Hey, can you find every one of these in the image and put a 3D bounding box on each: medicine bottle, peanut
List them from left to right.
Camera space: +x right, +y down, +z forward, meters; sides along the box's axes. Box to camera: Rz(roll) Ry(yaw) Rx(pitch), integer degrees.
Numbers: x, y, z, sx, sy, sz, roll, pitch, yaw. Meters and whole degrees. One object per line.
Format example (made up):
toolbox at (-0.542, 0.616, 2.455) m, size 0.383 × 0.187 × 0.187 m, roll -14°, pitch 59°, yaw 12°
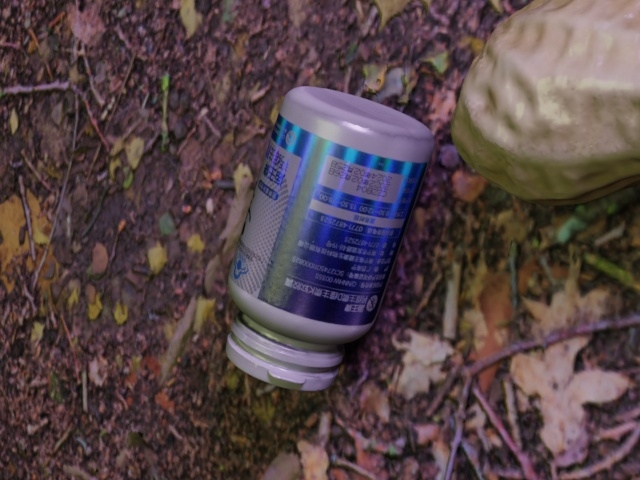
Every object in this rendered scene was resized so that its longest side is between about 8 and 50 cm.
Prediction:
medicine bottle at (0.000, 0.000, 0.918) m, size 0.107 × 0.107 × 0.191 m, roll 31°, pitch 109°, yaw 42°
peanut at (0.201, -0.085, 0.716) m, size 0.298 × 0.120 × 0.136 m, roll 3°, pitch 94°, yaw 43°
